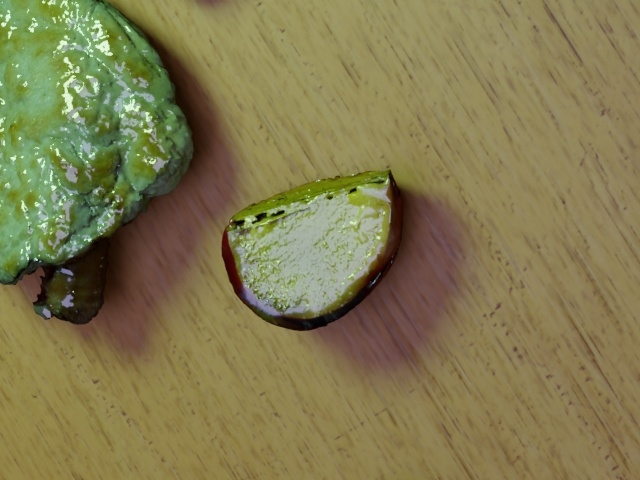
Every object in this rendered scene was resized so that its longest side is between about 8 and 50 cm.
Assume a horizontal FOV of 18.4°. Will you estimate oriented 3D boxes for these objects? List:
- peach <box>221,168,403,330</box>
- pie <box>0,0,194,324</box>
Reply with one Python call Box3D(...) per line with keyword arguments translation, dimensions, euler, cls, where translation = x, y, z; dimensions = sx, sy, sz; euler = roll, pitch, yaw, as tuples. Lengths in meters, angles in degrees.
Box3D(translation=(0.000, -0.002, 1.681), dimensions=(0.172, 0.092, 0.127), euler=(-42, 89, 9), cls="peach")
Box3D(translation=(-0.246, -0.088, 1.746), dimensions=(0.257, 0.105, 0.274), euler=(40, 109, 18), cls="pie")
